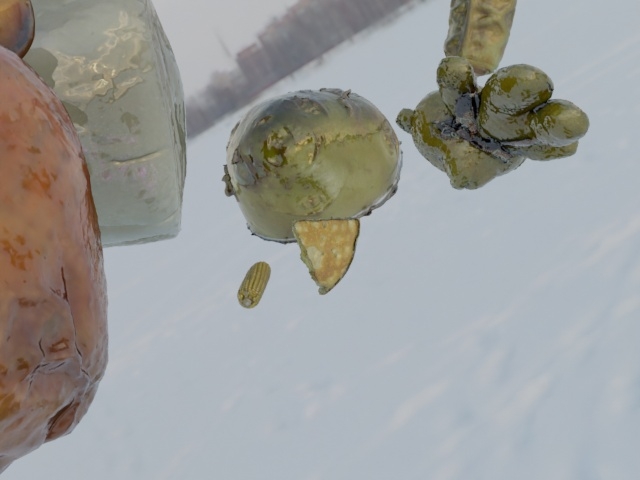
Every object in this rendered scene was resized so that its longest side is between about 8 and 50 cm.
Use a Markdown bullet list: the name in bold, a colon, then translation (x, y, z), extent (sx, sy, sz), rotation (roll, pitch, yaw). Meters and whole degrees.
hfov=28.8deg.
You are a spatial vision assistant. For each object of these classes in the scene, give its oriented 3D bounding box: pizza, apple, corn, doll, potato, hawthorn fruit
- **pizza**: translation (0.000, 0.000, 1.623), extent (0.026, 0.108, 0.123), rotation (-10, 48, 52)
- **apple**: translation (-0.361, -0.226, 1.270), extent (0.146, 0.146, 0.146), rotation (-31, 7, 4)
- **corn**: translation (-0.094, 0.061, 1.771), extent (0.037, 0.037, 0.092), rotation (-28, 20, 26)
- **doll**: translation (0.144, -0.092, 1.050), extent (0.097, 0.137, 0.209), rotation (-66, 10, -10)
- **potato**: translation (-0.010, -0.155, 1.962), extent (0.300, 0.196, 0.246), rotation (-41, 45, -24)
- **hawthorn fruit**: translation (-0.389, 0.033, 1.111), extent (0.472, 0.472, 0.472), rotation (-31, 7, 4)

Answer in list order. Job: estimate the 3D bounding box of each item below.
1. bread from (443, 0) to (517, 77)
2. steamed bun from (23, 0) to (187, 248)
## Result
- **bread**: translation (0.221, -0.390, 1.598), extent (0.077, 0.367, 0.084), rotation (8, 2, -34)
- **steamed bun**: translation (-0.292, -0.175, 1.556), extent (0.247, 0.383, 0.236), rotation (-10, 5, -10)
